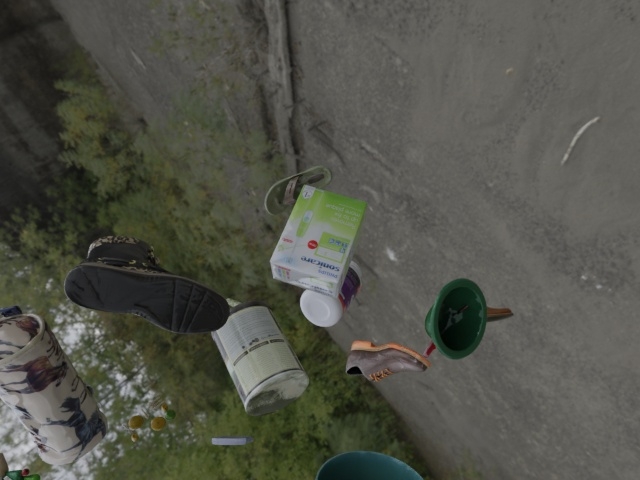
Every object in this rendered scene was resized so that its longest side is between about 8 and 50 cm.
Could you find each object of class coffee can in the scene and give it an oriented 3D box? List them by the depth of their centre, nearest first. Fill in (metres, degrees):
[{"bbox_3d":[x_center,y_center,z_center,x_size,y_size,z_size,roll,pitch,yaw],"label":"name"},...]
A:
[{"bbox_3d":[-0.183,0.347,1.544,0.275,0.201,0.201,55,169,36],"label":"coffee can"}]

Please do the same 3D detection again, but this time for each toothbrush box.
[{"bbox_3d":[0.000,0.000,1.538,0.206,0.283,0.122,18,153,10],"label":"toothbrush box"}]

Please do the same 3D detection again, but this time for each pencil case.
[{"bbox_3d":[-0.626,0.340,1.160,0.183,0.160,0.410,10,132,20],"label":"pencil case"}]

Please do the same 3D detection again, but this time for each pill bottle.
[{"bbox_3d":[0.058,0.206,2.162,0.181,0.323,0.182,12,120,22],"label":"pill bottle"}]

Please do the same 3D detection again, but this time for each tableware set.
[{"bbox_3d":[-0.565,0.601,1.720,0.104,0.154,0.024,36,141,23],"label":"tableware set"}]

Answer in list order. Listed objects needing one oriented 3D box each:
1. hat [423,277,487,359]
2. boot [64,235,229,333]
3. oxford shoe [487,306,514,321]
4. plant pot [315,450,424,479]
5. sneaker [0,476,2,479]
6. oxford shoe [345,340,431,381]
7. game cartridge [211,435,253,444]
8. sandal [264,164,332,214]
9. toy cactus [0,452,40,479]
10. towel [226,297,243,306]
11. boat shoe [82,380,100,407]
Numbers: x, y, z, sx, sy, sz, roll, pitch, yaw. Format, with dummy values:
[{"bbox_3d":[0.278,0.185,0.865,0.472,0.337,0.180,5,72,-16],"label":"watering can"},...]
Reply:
[{"bbox_3d":[0.269,0.186,1.235,0.173,0.209,0.183,15,174,-29],"label":"hat"},{"bbox_3d":[-0.428,0.103,1.314,0.377,0.138,0.284,14,-168,-21],"label":"boot"},{"bbox_3d":[0.461,0.202,1.524,0.076,0.212,0.076,90,-179,-66],"label":"oxford shoe"},{"bbox_3d":[0.118,0.725,1.305,0.293,0.293,0.235,29,116,57],"label":"plant pot"},{"bbox_3d":[-0.806,0.575,1.146,0.084,0.083,0.215,17,-179,13],"label":"sneaker"},{"bbox_3d":[0.231,0.442,1.817,0.130,0.133,0.363,41,151,-25],"label":"oxford shoe"},{"bbox_3d":[-0.199,0.450,1.167,0.056,0.083,0.017,51,-144,-67],"label":"game cartridge"},{"bbox_3d":[-0.091,-0.203,2.045,0.120,0.302,0.086,57,-174,-24],"label":"sandal"},{"bbox_3d":[-0.962,0.730,1.546,0.180,0.219,0.112,59,176,28],"label":"toy cactus"},{"bbox_3d":[-0.260,0.248,1.834,0.110,0.027,0.148,16,162,38],"label":"towel"},{"bbox_3d":[-0.684,0.446,1.471,0.258,0.084,0.095,17,141,50],"label":"boat shoe"}]
